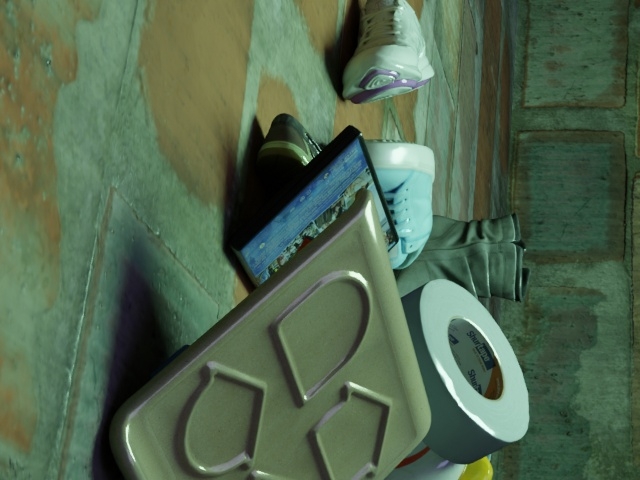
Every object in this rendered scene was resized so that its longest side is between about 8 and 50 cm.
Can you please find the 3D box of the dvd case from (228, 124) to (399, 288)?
[{"bbox_3d":[0.000,0.000,1.516,0.180,0.022,0.253,-45,152,-11],"label":"dvd case"}]

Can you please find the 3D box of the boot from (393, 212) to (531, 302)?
[{"bbox_3d":[0.215,0.085,2.183,0.118,0.223,0.338,72,23,-54],"label":"boot"}]

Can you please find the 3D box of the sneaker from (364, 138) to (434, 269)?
[{"bbox_3d":[0.097,-0.039,1.889,0.366,0.135,0.150,38,51,-72],"label":"sneaker"}]

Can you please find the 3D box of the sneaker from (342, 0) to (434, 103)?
[{"bbox_3d":[0.080,-0.272,1.922,0.305,0.114,0.152,-43,118,-77],"label":"sneaker"}]

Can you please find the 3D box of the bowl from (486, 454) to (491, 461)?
[{"bbox_3d":[0.130,0.398,1.924,0.311,0.163,0.311,13,90,-79],"label":"bowl"}]

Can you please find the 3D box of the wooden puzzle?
[{"bbox_3d":[-0.042,0.162,1.278,0.348,0.081,0.322,-45,138,-29],"label":"wooden puzzle"}]

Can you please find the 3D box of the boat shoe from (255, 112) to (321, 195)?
[{"bbox_3d":[-0.012,-0.063,1.563,0.223,0.080,0.073,59,39,-57],"label":"boat shoe"}]

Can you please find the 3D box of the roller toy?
[{"bbox_3d":[0.096,0.275,1.770,0.191,0.209,0.146,-121,-167,-44],"label":"roller toy"}]

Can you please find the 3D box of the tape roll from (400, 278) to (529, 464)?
[{"bbox_3d":[0.162,0.158,1.681,0.219,0.072,0.219,38,34,-31],"label":"tape roll"}]
